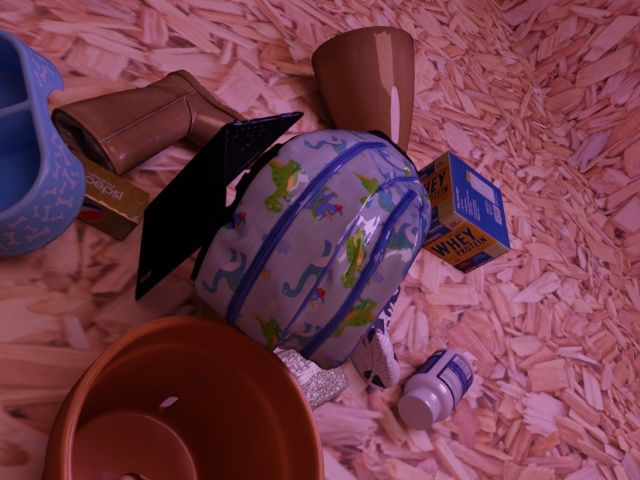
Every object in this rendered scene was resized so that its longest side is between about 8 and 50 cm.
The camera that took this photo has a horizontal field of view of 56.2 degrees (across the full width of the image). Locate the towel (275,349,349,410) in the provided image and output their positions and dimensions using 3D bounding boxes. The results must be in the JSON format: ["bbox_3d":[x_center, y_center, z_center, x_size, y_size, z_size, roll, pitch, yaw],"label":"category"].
[{"bbox_3d":[-0.017,0.216,0.968,0.148,0.027,0.110,-15,75,-49],"label":"towel"}]

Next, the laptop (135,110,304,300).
[{"bbox_3d":[-0.143,-0.058,0.873,0.264,0.234,0.137,-24,82,-51],"label":"laptop"}]

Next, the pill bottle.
[{"bbox_3d":[0.211,0.275,1.105,0.169,0.094,0.094,-28,84,-51],"label":"pill bottle"}]

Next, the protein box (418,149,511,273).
[{"bbox_3d":[0.329,-0.066,1.435,0.201,0.136,0.200,29,46,-28],"label":"protein box"}]

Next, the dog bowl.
[{"bbox_3d":[-0.393,-0.130,0.724,0.165,0.074,0.297,-19,73,-4],"label":"dog bowl"}]

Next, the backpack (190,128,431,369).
[{"bbox_3d":[0.000,0.000,0.713,0.273,0.290,0.355,44,12,20],"label":"backpack"}]

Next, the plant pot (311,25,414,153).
[{"bbox_3d":[0.116,-0.307,1.347,0.237,0.237,0.255,0,77,-45],"label":"plant pot"}]

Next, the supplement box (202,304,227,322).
[{"bbox_3d":[-0.125,0.066,0.928,0.080,0.078,0.234,28,47,-30],"label":"supplement box"}]

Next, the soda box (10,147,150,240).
[{"bbox_3d":[-0.335,-0.075,0.831,0.181,0.058,0.061,32,45,-26],"label":"soda box"}]

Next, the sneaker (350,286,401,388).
[{"bbox_3d":[0.111,0.141,1.098,0.153,0.094,0.235,-15,64,-41],"label":"sneaker"}]

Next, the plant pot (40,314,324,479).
[{"bbox_3d":[-0.168,0.254,0.648,0.290,0.203,0.291,26,46,-30],"label":"plant pot"}]

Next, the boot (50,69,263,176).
[{"bbox_3d":[-0.247,-0.159,0.962,0.236,0.089,0.269,40,38,3],"label":"boot"}]
